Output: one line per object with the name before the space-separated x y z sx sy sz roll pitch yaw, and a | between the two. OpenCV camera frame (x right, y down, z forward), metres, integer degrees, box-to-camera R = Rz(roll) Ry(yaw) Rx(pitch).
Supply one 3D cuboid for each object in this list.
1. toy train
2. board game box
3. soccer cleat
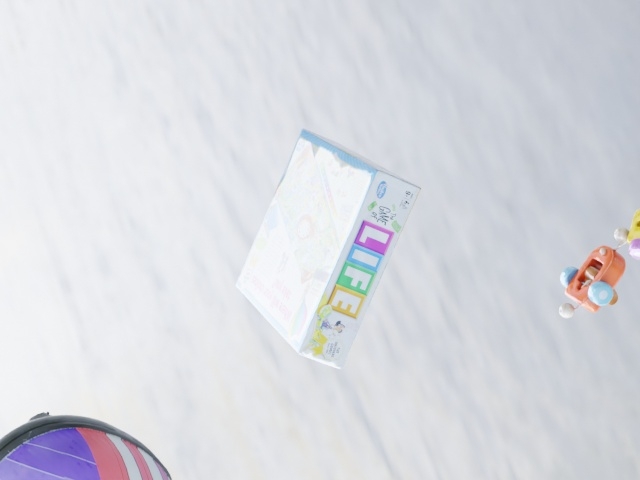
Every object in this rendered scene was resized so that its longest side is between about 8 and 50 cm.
toy train | 0.263 0.028 1.358 0.046 0.125 0.166 35 176 -26
board game box | 0.000 0.000 0.950 0.103 0.026 0.154 -66 19 5
soccer cleat | -0.090 0.209 0.955 0.116 0.108 0.318 41 165 41
